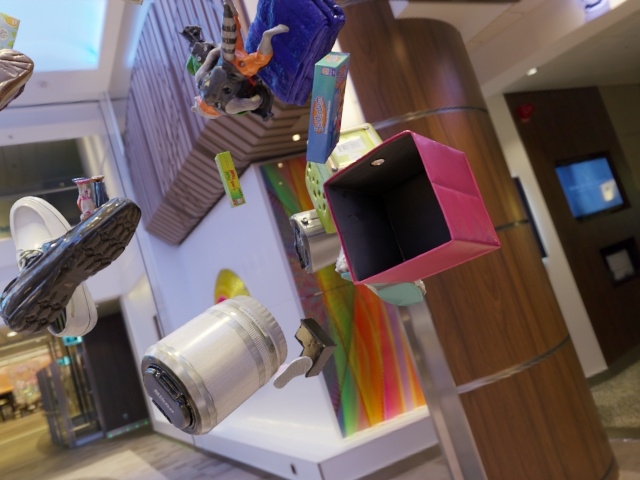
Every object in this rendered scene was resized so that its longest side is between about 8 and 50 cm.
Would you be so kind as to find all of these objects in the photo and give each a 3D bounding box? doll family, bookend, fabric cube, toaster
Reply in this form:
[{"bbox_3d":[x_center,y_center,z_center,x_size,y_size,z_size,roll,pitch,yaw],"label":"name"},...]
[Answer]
[{"bbox_3d":[-0.616,-0.096,1.474,0.118,0.163,0.263,-12,13,-24],"label":"doll family"},{"bbox_3d":[-0.040,0.403,1.975,0.072,0.156,0.157,5,-59,-48],"label":"bookend"},{"bbox_3d":[0.206,-0.060,1.185,0.254,0.259,0.258,-29,-20,35],"label":"fabric cube"},{"bbox_3d":[0.000,0.000,1.593,0.146,0.129,0.227,-20,-42,-12],"label":"toaster"}]

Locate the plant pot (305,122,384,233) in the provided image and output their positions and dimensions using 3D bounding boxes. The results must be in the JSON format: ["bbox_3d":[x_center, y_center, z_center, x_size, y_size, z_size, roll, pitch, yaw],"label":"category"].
[{"bbox_3d":[0.084,-0.185,1.459,0.228,0.227,0.207,-16,-38,-8],"label":"plant pot"}]

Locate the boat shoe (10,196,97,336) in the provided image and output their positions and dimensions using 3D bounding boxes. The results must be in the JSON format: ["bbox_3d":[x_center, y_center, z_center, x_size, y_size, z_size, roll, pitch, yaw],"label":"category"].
[{"bbox_3d":[-0.395,0.034,0.765,0.083,0.226,0.076,-30,-4,0],"label":"boat shoe"}]

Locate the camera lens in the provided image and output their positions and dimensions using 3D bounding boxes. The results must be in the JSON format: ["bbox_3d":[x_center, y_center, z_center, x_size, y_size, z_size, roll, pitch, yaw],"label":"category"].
[{"bbox_3d":[-0.236,0.274,1.169,0.274,0.219,0.219,-34,5,-40],"label":"camera lens"}]

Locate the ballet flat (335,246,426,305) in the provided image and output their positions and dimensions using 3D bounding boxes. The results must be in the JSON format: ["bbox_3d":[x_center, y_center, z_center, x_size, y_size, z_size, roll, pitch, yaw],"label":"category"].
[{"bbox_3d":[0.182,0.076,1.454,0.147,0.147,0.409,-21,-28,25],"label":"ballet flat"}]

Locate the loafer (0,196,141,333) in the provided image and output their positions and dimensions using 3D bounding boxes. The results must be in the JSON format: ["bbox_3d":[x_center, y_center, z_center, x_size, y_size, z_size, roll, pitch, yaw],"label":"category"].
[{"bbox_3d":[-0.333,0.022,0.690,0.223,0.078,0.076,-47,-24,-5],"label":"loafer"}]

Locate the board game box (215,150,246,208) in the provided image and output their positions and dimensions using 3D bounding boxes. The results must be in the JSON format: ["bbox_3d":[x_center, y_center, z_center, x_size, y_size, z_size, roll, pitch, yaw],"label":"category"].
[{"bbox_3d":[-0.305,-0.203,1.775,0.043,0.181,0.092,-19,5,-15],"label":"board game box"}]

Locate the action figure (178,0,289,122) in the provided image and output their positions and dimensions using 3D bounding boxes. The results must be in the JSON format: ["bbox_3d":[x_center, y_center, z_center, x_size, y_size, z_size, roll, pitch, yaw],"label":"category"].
[{"bbox_3d":[-0.252,-0.449,1.286,0.178,0.341,0.330,-39,-15,-51],"label":"action figure"}]

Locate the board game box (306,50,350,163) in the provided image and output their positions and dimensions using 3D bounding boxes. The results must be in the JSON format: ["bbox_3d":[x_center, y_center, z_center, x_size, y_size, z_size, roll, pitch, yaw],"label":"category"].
[{"bbox_3d":[0.018,-0.296,1.162,0.047,0.210,0.160,12,30,9],"label":"board game box"}]

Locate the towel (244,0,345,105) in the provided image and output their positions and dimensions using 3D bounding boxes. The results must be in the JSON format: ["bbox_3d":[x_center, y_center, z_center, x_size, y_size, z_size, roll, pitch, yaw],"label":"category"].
[{"bbox_3d":[-0.082,-0.493,1.281,0.076,0.227,0.308,-44,-3,-33],"label":"towel"}]

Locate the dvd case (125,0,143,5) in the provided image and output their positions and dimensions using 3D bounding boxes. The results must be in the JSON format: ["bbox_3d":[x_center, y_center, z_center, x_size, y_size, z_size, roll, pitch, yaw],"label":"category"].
[{"bbox_3d":[-0.591,-0.788,1.504,0.253,0.022,0.180,-16,-35,-55],"label":"dvd case"}]

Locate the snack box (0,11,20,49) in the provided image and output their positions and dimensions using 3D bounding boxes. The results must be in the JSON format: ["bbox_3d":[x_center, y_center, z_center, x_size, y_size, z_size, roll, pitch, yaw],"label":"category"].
[{"bbox_3d":[-1.040,-0.631,1.579,0.207,0.174,0.070,17,-33,-33],"label":"snack box"}]

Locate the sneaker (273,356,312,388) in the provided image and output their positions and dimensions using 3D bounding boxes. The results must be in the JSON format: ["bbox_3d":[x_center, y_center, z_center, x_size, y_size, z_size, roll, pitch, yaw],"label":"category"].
[{"bbox_3d":[-0.082,0.375,1.539,0.134,0.051,0.070,-38,8,7],"label":"sneaker"}]

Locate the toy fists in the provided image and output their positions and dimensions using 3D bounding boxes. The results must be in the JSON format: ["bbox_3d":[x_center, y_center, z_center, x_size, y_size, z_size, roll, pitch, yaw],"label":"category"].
[{"bbox_3d":[-0.323,-0.498,1.658,0.096,0.142,0.279,-31,-17,14],"label":"toy fists"}]

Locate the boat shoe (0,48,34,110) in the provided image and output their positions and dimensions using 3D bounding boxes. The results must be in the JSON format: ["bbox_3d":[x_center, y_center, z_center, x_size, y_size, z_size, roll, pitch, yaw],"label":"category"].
[{"bbox_3d":[-0.830,-0.338,1.273,0.123,0.123,0.342,-45,20,44],"label":"boat shoe"}]
